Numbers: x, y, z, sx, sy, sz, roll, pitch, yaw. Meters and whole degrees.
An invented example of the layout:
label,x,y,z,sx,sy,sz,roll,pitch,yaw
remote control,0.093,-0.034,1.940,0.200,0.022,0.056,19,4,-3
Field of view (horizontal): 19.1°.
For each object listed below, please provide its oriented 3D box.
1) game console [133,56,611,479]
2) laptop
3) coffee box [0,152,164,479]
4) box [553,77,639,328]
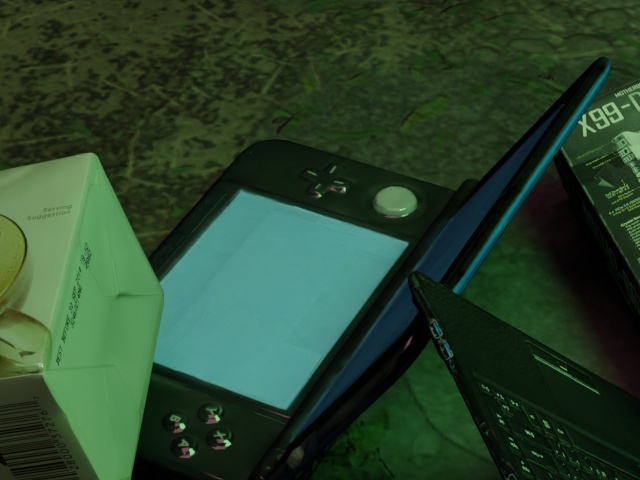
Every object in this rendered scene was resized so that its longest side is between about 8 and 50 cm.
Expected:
label,x,y,z,sx,sy,sz,roll,pitch,yaw
game console,0.000,0.000,1.105,0.250,0.173,0.293,18,44,21
laptop,0.198,0.112,0.896,0.136,0.234,0.264,-39,51,18
coffee box,-0.250,0.072,1.021,0.297,0.119,0.168,-10,40,14
box,0.319,-0.041,1.144,0.307,0.076,0.242,-25,42,2
